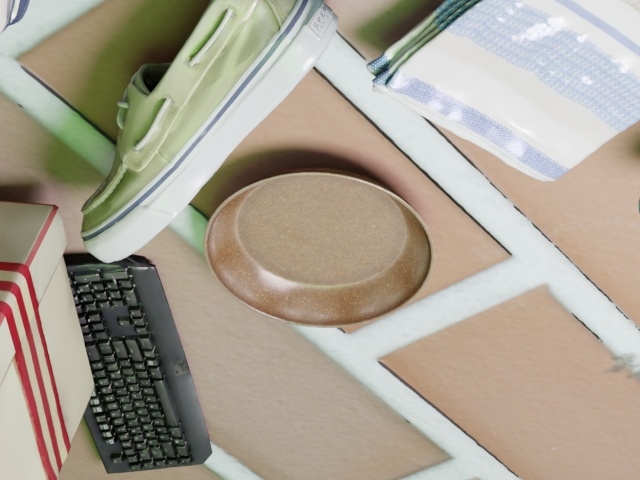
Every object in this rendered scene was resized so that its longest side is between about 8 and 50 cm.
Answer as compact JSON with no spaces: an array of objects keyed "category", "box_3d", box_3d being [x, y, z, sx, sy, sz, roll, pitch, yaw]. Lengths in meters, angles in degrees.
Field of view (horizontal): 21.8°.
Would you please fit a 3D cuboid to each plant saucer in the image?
[{"category":"plant saucer","box_3d":[0.000,0.000,1.426,0.198,0.036,0.199,3,137,3]}]

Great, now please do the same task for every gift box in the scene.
[{"category":"gift box","box_3d":[-0.363,0.108,1.398,0.276,0.255,0.258,2,131,7]}]

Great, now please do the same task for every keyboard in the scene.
[{"category":"keyboard","box_3d":[-0.226,0.127,1.593,0.201,0.033,0.317,-3,137,9]}]

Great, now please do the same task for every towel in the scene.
[{"category":"towel","box_3d":[0.201,-0.153,1.225,0.209,0.034,0.285,26,134,-33]}]

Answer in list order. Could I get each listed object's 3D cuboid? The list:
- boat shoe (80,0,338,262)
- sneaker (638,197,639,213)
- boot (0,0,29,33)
[{"category":"boat shoe","box_3d":[-0.107,-0.101,1.293,0.094,0.109,0.302,38,121,-12]},{"category":"sneaker","box_3d":[0.342,-0.102,1.247,0.110,0.107,0.275,38,119,-21]},{"category":"boot","box_3d":[-0.237,-0.237,1.173,0.069,0.086,0.190,11,110,5]}]
